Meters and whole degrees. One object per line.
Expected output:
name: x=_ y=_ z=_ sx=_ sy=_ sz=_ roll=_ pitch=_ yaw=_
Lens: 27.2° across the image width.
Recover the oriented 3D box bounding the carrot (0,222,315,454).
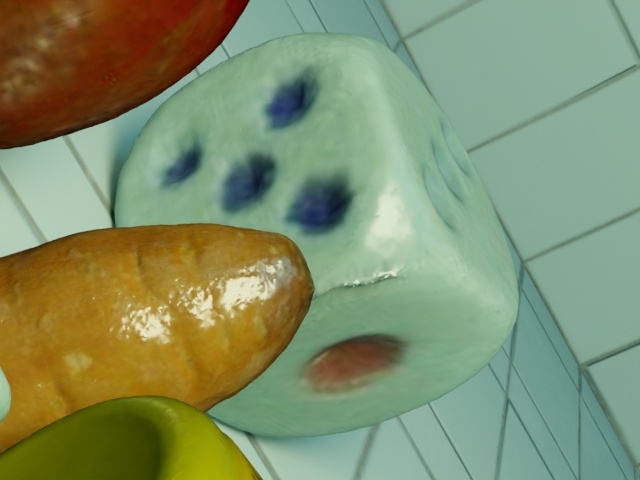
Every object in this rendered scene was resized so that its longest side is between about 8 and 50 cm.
carrot: x=-0.110 y=0.063 z=0.802 sx=0.159 sy=0.225 sz=0.159 roll=163 pitch=-90 yaw=-88

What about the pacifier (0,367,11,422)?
pacifier: x=-0.268 y=0.059 z=0.476 sx=0.269 sy=0.288 sz=0.343 roll=-31 pitch=98 yaw=-38

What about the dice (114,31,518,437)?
dice: x=0.000 y=0.000 z=1.154 sx=0.268 sy=0.264 sz=0.263 roll=38 pitch=31 yaw=-51

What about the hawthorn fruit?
hawthorn fruit: x=-0.185 y=-0.204 z=0.887 sx=0.295 sy=0.311 sz=0.295 roll=10 pitch=90 yaw=-84

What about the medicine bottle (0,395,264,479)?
medicine bottle: x=-0.048 y=0.287 z=0.693 sx=0.384 sy=0.224 sz=0.224 roll=57 pitch=19 yaw=-22
